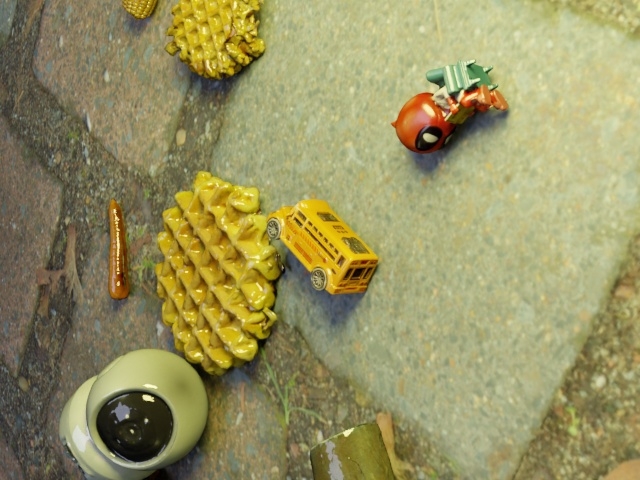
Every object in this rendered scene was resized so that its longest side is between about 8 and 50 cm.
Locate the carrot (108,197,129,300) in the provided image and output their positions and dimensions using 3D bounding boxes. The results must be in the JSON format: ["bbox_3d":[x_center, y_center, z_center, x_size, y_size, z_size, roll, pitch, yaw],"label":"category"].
[{"bbox_3d":[-0.371,0.015,1.503,0.037,0.037,0.190,-11,79,47],"label":"carrot"}]

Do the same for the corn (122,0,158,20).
[{"bbox_3d":[-0.283,-0.471,1.373,0.068,0.068,0.207,46,125,37],"label":"corn"}]

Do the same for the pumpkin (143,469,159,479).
[{"bbox_3d":[-0.296,0.459,1.375,0.183,0.108,0.119,29,106,42],"label":"pumpkin"}]

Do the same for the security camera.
[{"bbox_3d":[-0.280,0.271,1.297,0.236,0.195,0.194,-34,66,37],"label":"security camera"}]

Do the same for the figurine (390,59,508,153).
[{"bbox_3d":[0.135,-0.148,0.919,0.140,0.068,0.075,-29,72,42],"label":"figurine"}]

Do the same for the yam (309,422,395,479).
[{"bbox_3d":[0.060,0.359,0.987,0.106,0.106,0.259,-33,66,43],"label":"yam"}]

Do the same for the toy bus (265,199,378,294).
[{"bbox_3d":[0.000,0.000,1.068,0.162,0.070,0.074,47,122,35],"label":"toy bus"}]

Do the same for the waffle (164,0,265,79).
[{"bbox_3d":[-0.151,-0.338,1.232,0.197,0.070,0.193,23,107,42],"label":"waffle"}]

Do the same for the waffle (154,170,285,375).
[{"bbox_3d":[-0.166,0.057,1.257,0.329,0.062,0.329,-1,89,47],"label":"waffle"}]
